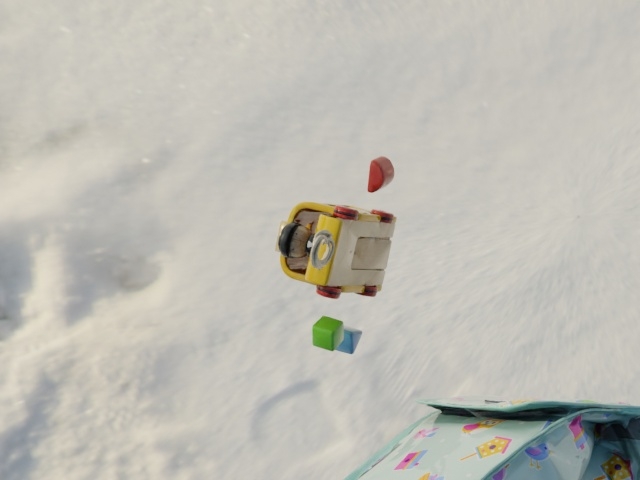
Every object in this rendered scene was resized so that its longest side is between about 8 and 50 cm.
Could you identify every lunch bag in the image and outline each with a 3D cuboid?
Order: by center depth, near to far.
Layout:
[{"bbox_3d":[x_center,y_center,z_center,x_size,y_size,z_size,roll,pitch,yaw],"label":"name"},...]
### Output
[{"bbox_3d":[0.157,0.225,1.461,0.262,0.223,0.160,-38,104,-28],"label":"lunch bag"}]

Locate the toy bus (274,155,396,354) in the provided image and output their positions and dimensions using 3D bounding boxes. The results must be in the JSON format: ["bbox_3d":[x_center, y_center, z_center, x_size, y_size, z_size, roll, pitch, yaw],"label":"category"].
[{"bbox_3d":[0.004,0.006,1.763,0.104,0.202,0.191,14,49,25],"label":"toy bus"}]
